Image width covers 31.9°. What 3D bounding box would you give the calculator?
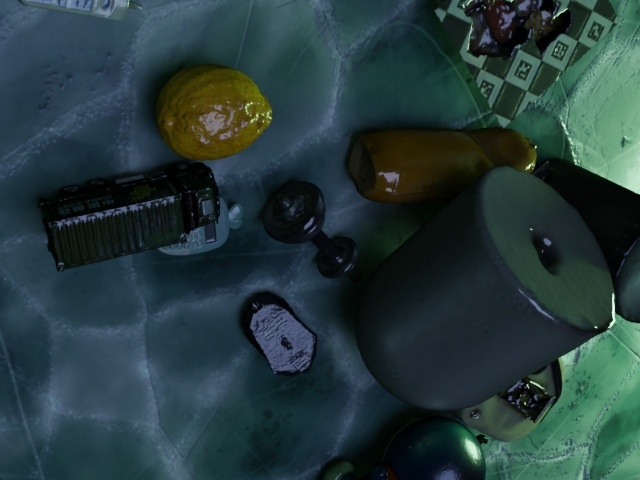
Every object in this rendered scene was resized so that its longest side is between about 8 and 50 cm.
[{"bbox_3d":[-0.193,-0.025,1.756,0.153,0.021,0.095,-15,119,-24],"label":"calculator"}]

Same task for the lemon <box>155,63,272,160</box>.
[{"bbox_3d":[-0.155,-0.187,1.631,0.187,0.142,0.142,-9,116,-31],"label":"lemon"}]

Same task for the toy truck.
[{"bbox_3d":[-0.272,-0.043,1.629,0.259,0.121,0.088,-14,119,-19],"label":"toy truck"}]

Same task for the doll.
[{"bbox_3d":[0.178,0.449,2.097,0.321,0.186,0.199,-32,125,-12],"label":"doll"}]

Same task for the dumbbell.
[{"bbox_3d":[0.000,0.000,1.840,0.110,0.110,0.254,-47,133,-4],"label":"dumbbell"}]

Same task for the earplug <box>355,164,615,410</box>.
[{"bbox_3d":[0.248,0.113,1.867,0.312,0.313,0.394,16,137,-35],"label":"earplug"}]

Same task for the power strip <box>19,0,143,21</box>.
[{"bbox_3d":[-0.331,-0.332,1.527,0.191,0.030,0.048,3,110,-32],"label":"power strip"}]

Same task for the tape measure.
[{"bbox_3d":[0.384,0.254,2.166,0.231,0.133,0.271,28,93,-36],"label":"tape measure"}]

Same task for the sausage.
[{"bbox_3d":[0.219,-0.129,1.891,0.353,0.134,0.116,-4,132,-28],"label":"sausage"}]

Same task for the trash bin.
[{"bbox_3d":[0.497,-0.005,2.010,0.203,0.301,0.252,-41,129,-10],"label":"trash bin"}]

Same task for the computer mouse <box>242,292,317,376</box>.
[{"bbox_3d":[-0.071,0.158,1.894,0.099,0.057,0.172,-39,114,-8],"label":"computer mouse"}]

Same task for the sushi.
[{"bbox_3d":[0.337,-0.386,1.888,0.292,0.059,0.294,-44,126,-6],"label":"sushi"}]
